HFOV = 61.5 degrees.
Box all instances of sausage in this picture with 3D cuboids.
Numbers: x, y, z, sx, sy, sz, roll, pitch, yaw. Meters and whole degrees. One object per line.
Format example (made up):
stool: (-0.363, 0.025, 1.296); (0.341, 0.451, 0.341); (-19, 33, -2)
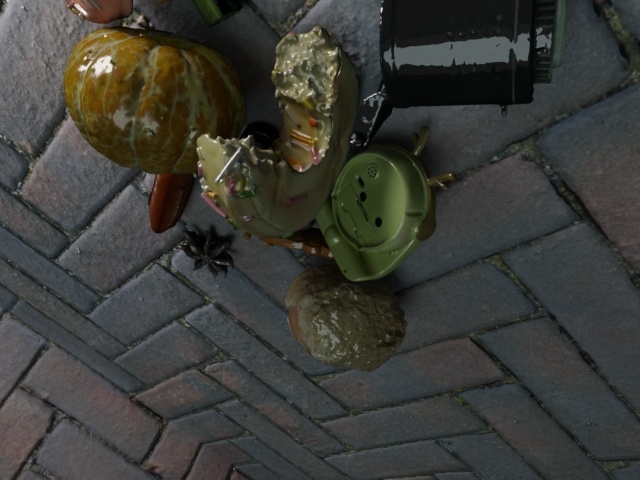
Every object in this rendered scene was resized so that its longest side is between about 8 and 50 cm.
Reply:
sausage: (-0.367, -0.134, 1.334); (0.102, 0.102, 0.330); (29, 138, -5)

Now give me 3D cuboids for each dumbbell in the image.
dumbbell: (-0.153, -0.158, 1.133); (0.100, 0.191, 0.100); (13, 137, 13)

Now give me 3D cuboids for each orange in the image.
orange: (-0.304, -0.257, 1.003); (0.328, 0.329, 0.249); (15, 116, 11)

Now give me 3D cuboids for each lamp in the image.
lamp: (0.219, -0.293, 0.801); (0.272, 0.205, 0.374); (20, 128, 11)

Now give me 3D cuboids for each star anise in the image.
star anise: (-0.319, 0.030, 1.507); (0.180, 0.061, 0.205); (29, 139, -3)

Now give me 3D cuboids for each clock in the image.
clock: (0.123, -0.081, 1.064); (0.308, 0.096, 0.235); (-44, 61, 37)

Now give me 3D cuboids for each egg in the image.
egg: (0.058, 0.188, 1.345); (0.310, 0.279, 0.279); (25, 139, -9)

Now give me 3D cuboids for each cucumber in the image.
cucumber: (-0.220, -0.486, 0.935); (0.078, 0.062, 0.211); (-4, 125, 52)

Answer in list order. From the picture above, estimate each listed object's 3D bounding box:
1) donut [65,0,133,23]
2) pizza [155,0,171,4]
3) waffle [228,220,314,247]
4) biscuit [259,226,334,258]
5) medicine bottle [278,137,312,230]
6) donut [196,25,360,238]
donut: (-0.412, -0.464, 0.910); (0.233, 0.085, 0.199); (44, 158, 11)
pizza: (-0.372, -0.560, 0.897); (0.365, 0.074, 0.182); (52, 148, -18)
waffle: (-0.146, -0.081, 1.318); (0.228, 0.051, 0.232); (-19, 122, 39)
biscuit: (0.000, 0.000, 1.235); (0.279, 0.183, 0.043); (10, 102, -2)
medicine bottle: (-0.056, -0.128, 1.181); (0.092, 0.061, 0.221); (-7, 123, -19)
donut: (-0.063, -0.173, 0.966); (0.150, 0.371, 0.307); (21, 156, 25)
